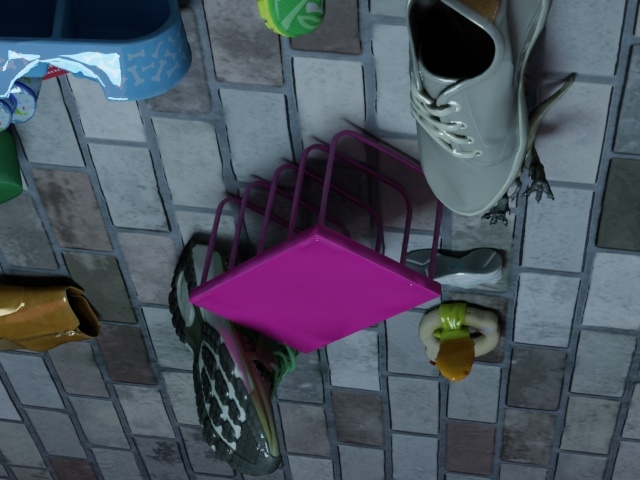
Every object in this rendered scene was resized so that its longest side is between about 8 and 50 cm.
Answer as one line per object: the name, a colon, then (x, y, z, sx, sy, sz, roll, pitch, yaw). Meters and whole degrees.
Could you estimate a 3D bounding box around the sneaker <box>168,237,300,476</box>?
sneaker: (-0.087, 0.155, 2.284, 0.182, 0.410, 0.158, 1, 134, -22)

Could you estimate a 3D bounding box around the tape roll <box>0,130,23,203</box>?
tape roll: (-0.561, -0.078, 2.132, 0.321, 0.077, 0.321, -11, 175, -1)

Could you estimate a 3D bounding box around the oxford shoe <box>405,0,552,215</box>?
oxford shoe: (0.154, -0.170, 1.808, 0.169, 0.130, 0.449, 38, 153, 19)

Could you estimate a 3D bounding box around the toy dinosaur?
toy dinosaur: (0.246, -0.089, 1.981, 0.064, 0.118, 0.268, 13, 151, -11)

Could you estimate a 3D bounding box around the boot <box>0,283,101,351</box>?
boot: (-0.496, 0.092, 2.548, 0.211, 0.104, 0.295, -12, 149, 24)

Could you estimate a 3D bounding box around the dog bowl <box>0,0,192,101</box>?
dog bowl: (-0.294, -0.239, 1.828, 0.297, 0.166, 0.074, 2, 134, -5)

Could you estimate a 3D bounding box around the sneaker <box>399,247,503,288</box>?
sneaker: (0.188, 0.047, 2.299, 0.152, 0.054, 0.061, 0, 151, 16)

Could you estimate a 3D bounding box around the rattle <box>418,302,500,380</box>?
rattle: (0.206, 0.193, 2.465, 0.130, 0.143, 0.200, -1, 148, -19)

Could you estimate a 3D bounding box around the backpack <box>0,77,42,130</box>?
backpack: (-0.406, -0.185, 1.989, 0.114, 0.084, 0.105, 12, 152, -16)

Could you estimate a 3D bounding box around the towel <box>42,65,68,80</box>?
towel: (-0.424, -0.276, 1.949, 0.199, 0.031, 0.275, -12, 146, 29)

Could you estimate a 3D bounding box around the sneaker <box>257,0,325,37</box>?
sneaker: (-0.001, -0.309, 1.685, 0.123, 0.109, 0.295, 12, 150, 4)

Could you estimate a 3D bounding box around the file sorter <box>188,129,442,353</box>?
file sorter: (0.000, 0.000, 2.143, 0.202, 0.182, 0.290, 26, 147, -28)
